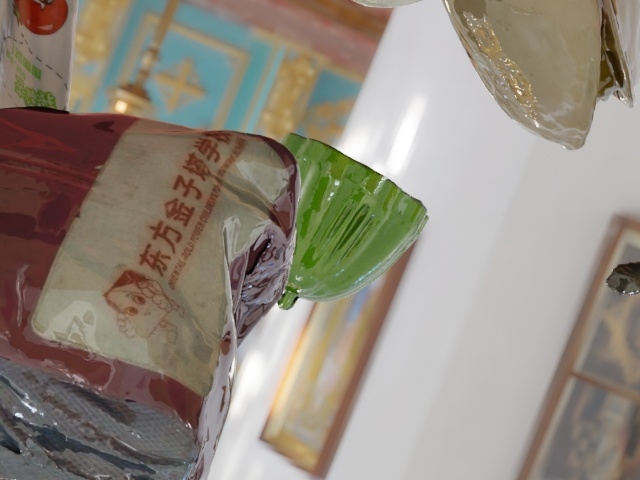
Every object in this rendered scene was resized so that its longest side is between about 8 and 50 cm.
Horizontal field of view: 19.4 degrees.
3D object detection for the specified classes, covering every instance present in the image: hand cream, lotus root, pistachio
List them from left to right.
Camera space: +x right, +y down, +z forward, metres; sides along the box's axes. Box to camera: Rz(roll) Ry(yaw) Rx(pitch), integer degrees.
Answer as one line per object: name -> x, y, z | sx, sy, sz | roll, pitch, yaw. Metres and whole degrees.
hand cream -> -0.234, -0.205, 1.522 | 0.076, 0.336, 0.121 | -18, 141, 22
lotus root -> 0.000, 0.000, 1.981 | 0.186, 0.186, 0.186 | 22, -179, 0
pistachio -> 0.149, -0.153, 1.202 | 0.206, 0.129, 0.131 | 62, 173, -35

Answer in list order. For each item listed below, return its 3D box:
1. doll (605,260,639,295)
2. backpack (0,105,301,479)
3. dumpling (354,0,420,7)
doll -> 0.303, 0.024, 1.238 | 0.091, 0.203, 0.286 | 35, -157, -21
backpack -> -0.190, 0.031, 1.107 | 0.317, 0.197, 0.283 | 14, -144, 4
dumpling -> 0.069, -0.285, 1.599 | 0.258, 0.147, 0.193 | 36, -139, 27
